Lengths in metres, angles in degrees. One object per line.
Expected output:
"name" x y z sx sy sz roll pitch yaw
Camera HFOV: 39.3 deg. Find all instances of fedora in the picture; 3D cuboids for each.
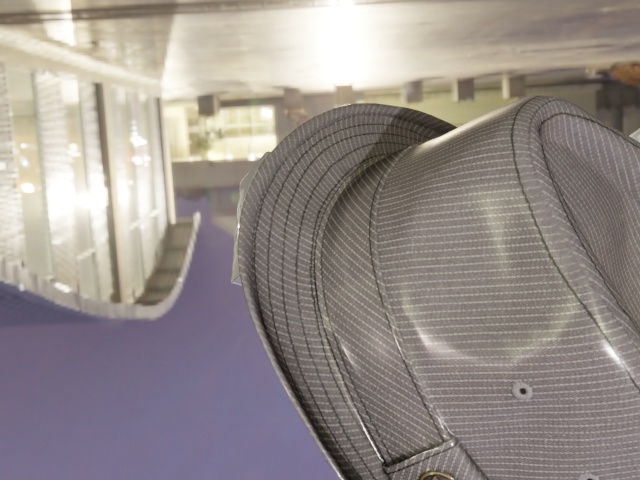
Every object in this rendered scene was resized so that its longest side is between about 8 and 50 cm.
"fedora" 0.107 0.031 0.413 0.124 0.275 0.244 -32 -178 44

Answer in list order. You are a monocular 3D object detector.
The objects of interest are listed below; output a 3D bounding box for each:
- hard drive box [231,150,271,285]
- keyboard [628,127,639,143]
"hard drive box" 0.000 0.000 1.282 0.232 0.181 0.089 21 141 -24
"keyboard" 0.306 0.019 0.673 0.072 0.256 0.014 -35 156 12
